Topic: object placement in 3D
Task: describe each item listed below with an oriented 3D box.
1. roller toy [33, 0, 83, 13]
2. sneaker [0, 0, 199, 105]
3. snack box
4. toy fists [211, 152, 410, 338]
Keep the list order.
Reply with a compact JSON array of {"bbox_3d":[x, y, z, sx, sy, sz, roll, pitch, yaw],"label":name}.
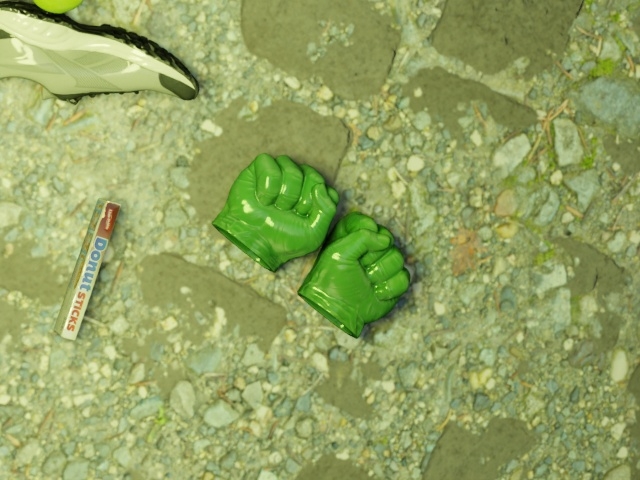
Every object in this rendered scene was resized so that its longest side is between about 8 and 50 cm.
[{"bbox_3d":[-0.351,-0.387,1.850,0.191,0.146,0.209,23,79,-26],"label":"roller toy"},{"bbox_3d":[-0.282,-0.214,1.925,0.271,0.100,0.108,14,104,-16],"label":"sneaker"},{"bbox_3d":[-0.292,0.035,1.951,0.022,0.064,0.178,19,89,-18],"label":"snack box"},{"bbox_3d":[0.000,0.000,2.034,0.279,0.096,0.142,39,81,-17],"label":"toy fists"}]
